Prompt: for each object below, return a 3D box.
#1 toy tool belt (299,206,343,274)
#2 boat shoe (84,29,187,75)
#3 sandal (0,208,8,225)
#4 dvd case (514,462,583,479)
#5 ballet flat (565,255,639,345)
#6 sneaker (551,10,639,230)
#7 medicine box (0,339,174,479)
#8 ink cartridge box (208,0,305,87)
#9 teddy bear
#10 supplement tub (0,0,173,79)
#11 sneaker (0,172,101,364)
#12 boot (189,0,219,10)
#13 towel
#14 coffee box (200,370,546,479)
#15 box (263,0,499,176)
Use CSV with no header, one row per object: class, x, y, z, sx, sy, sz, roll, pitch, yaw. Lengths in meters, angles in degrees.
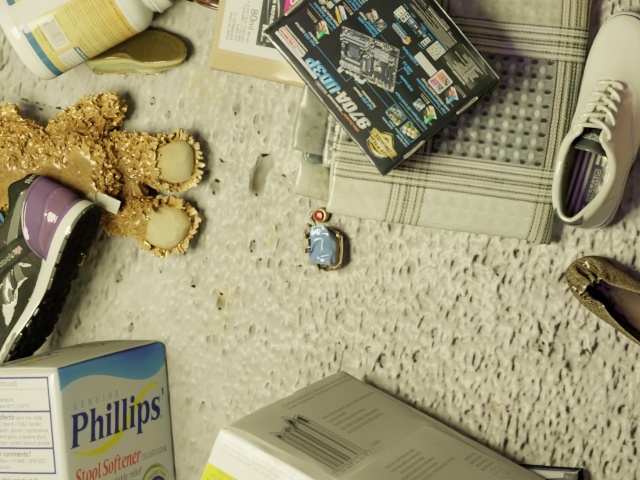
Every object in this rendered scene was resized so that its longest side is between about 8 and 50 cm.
toy tool belt,0.000,0.000,1.913,0.052,0.051,0.083,-10,89,25
boat shoe,-0.243,-0.241,2.012,0.153,0.048,0.056,-1,58,19
sandal,-0.495,-0.022,2.093,0.317,0.138,0.126,46,112,16
dvd case,0.203,0.360,1.861,0.239,0.029,0.179,0,94,25
ballet flat,0.388,0.096,1.739,0.250,0.058,0.084,35,108,18
sneaker,0.327,-0.133,1.730,0.094,0.091,0.258,13,100,23
medicine box,-0.317,0.288,1.965,0.149,0.263,0.289,-2,94,24
ink cartridge box,-0.021,-0.307,1.879,0.193,0.088,0.234,13,99,24
teddy bear,-0.308,-0.082,2.029,0.338,0.113,0.245,-8,103,20
supplement tub,-0.305,-0.310,1.958,0.200,0.144,0.144,-27,82,5
sneaker,-0.397,0.044,1.993,0.124,0.107,0.283,31,106,11
boot,-0.135,-0.356,1.957,0.106,0.037,0.114,22,99,23
towel,0.138,-0.169,1.784,0.324,0.056,0.312,10,99,5
coffee box,0.042,0.395,1.736,0.338,0.338,0.334,27,106,20
box,0.070,-0.211,1.740,0.175,0.051,0.220,-40,92,6
